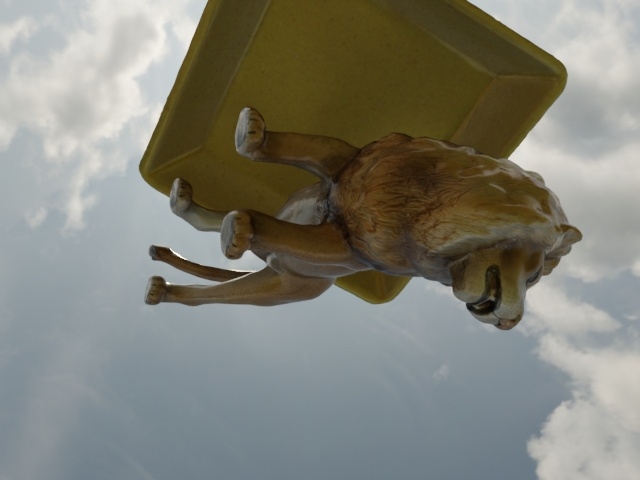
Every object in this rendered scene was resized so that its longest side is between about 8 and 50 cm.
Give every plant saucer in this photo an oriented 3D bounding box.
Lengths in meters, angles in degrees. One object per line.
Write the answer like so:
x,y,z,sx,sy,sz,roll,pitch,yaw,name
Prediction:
0.019,-0.131,0.597,0.333,0.332,0.081,29,-150,-9,plant saucer

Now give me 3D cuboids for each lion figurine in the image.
0.000,0.000,0.500,0.240,0.392,0.142,10,-101,-30,lion figurine
